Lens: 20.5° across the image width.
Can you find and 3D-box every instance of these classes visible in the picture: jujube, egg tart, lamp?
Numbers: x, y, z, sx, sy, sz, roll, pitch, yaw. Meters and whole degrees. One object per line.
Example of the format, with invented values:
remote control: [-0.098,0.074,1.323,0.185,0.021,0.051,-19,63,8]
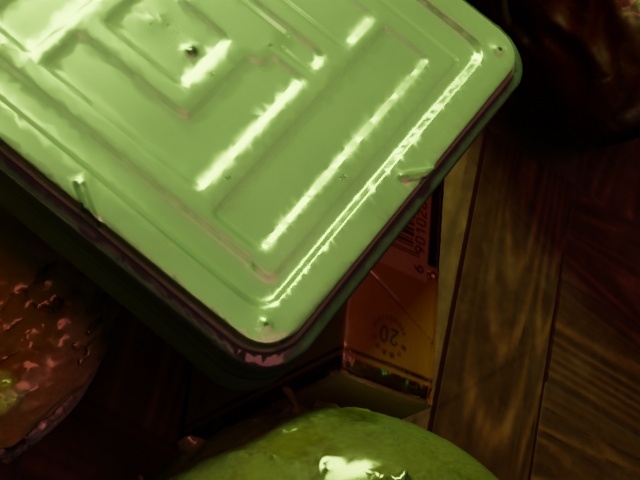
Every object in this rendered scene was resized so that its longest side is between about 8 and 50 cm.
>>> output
jujube: [0.185,-0.228,1.237,0.223,0.223,0.318,-14,86,-42]
egg tart: [-0.211,0.008,0.872,0.234,0.094,0.234,15,62,-30]
lamp: [-0.059,-0.091,0.904,0.266,0.047,0.269,38,55,2]

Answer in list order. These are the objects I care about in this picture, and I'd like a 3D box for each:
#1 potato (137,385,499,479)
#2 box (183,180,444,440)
potato: [-0.008,0.263,0.833,0.270,0.219,0.359,28,61,-14]
box: [0.001,0.000,1.003,0.070,0.152,0.237,26,55,-28]
